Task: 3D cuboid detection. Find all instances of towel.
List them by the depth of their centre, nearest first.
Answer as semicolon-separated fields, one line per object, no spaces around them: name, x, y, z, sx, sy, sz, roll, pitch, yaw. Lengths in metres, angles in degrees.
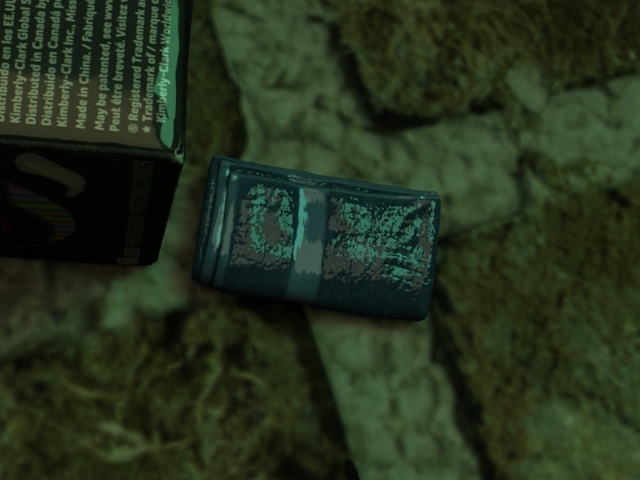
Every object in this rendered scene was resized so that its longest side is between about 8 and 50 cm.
towel;0.000;0.000;0.529;0.120;0.029;0.067;10;74;-9

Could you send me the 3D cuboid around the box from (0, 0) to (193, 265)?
box;-0.192;-0.082;0.440;0.270;0.165;0.143;4;74;-10
